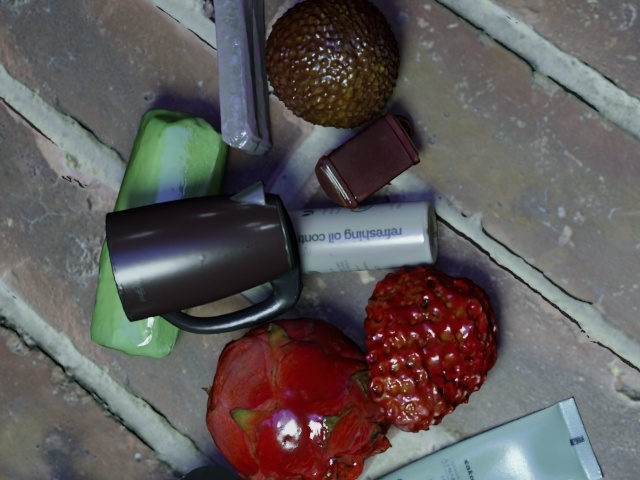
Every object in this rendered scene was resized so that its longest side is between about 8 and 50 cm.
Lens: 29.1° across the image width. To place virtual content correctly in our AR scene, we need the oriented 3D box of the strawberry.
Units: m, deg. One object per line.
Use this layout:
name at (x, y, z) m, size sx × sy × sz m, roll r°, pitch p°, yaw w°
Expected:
strawberry at (0.149, 0.126, 1.544) m, size 0.190 × 0.237 × 0.111 m, roll 34°, pitch 135°, yaw -10°

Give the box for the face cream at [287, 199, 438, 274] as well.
face cream at (0.000, 0.000, 1.671) m, size 0.311 × 0.092 × 0.092 m, roll -4°, pitch 84°, yaw 16°

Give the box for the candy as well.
candy at (-0.228, -0.012, 1.712) m, size 0.142 × 0.132 × 0.344 m, roll 14°, pitch 89°, yaw -1°

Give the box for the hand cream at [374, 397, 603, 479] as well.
hand cream at (0.198, 0.310, 1.610) m, size 0.320 × 0.067 × 0.109 m, roll -21°, pitch 79°, yaw 8°

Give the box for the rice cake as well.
rice cake at (-0.111, -0.266, 1.715) m, size 0.050 × 0.106 × 0.298 m, roll -6°, pitch 84°, yaw 15°

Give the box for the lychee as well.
lychee at (0.017, -0.244, 1.645) m, size 0.194 × 0.194 × 0.195 m, roll -1°, pitch 85°, yaw 15°

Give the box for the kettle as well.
kettle at (-0.142, 0.033, 1.583) m, size 0.232 × 0.144 × 0.202 m, roll -12°, pitch 112°, yaw -2°

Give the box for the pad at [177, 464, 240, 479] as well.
pad at (-0.236, 0.439, 1.629) m, size 0.375 × 0.315 × 0.063 m, roll -42°, pitch 32°, yaw 0°

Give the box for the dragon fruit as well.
dragon fruit at (-0.027, 0.216, 1.588) m, size 0.241 × 0.241 × 0.252 m, roll -26°, pitch 60°, yaw 11°

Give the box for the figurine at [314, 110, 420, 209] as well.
figurine at (0.066, -0.111, 1.665) m, size 0.154 × 0.098 × 0.082 m, roll -36°, pitch 96°, yaw -16°
